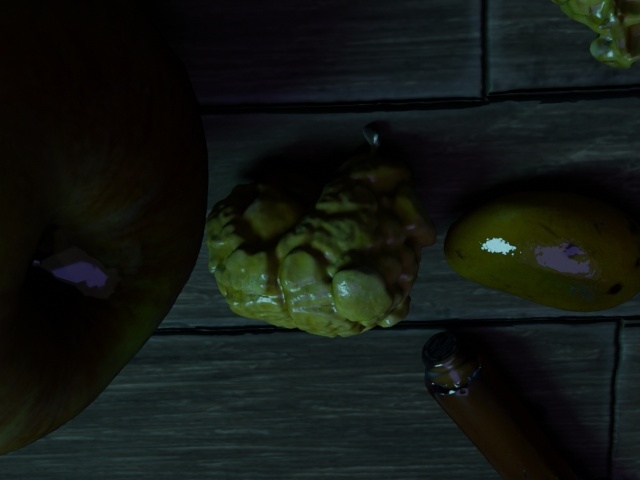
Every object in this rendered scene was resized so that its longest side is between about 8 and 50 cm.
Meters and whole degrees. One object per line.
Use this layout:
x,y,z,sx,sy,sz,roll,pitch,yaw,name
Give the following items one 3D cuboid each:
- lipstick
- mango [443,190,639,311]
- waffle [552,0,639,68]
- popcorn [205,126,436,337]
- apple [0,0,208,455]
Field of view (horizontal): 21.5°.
0.216,0.231,1.708,0.077,0.077,0.418,-21,130,22,lipstick
0.200,0.006,1.470,0.178,0.090,0.115,16,142,-3,mango
0.293,-0.217,1.254,0.253,0.056,0.249,14,135,-10,waffle
0.004,0.016,1.434,0.194,0.163,0.140,-18,150,4,popcorn
-0.279,-0.040,1.228,0.334,0.400,0.400,30,148,32,apple
